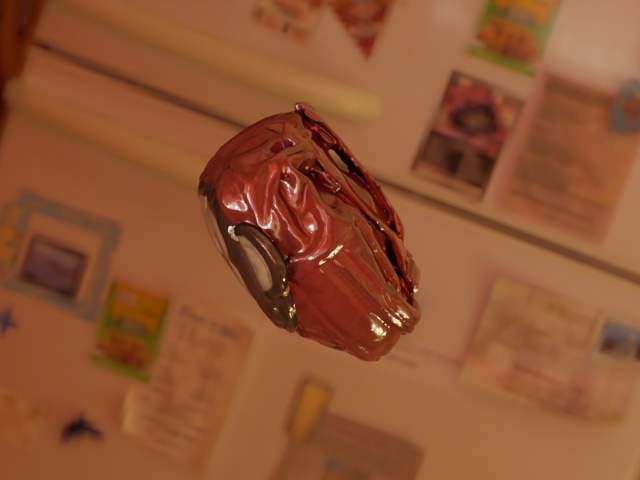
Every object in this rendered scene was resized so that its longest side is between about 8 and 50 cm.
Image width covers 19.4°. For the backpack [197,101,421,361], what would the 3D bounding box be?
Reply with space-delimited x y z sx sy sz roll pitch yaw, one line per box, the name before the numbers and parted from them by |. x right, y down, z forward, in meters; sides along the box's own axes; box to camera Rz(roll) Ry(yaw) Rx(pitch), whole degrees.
backpack | -0.002 0.002 1.522 0.229 0.139 0.229 50 0 0
